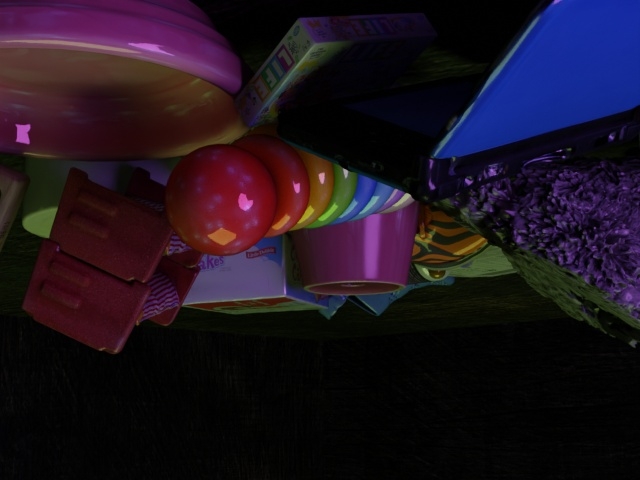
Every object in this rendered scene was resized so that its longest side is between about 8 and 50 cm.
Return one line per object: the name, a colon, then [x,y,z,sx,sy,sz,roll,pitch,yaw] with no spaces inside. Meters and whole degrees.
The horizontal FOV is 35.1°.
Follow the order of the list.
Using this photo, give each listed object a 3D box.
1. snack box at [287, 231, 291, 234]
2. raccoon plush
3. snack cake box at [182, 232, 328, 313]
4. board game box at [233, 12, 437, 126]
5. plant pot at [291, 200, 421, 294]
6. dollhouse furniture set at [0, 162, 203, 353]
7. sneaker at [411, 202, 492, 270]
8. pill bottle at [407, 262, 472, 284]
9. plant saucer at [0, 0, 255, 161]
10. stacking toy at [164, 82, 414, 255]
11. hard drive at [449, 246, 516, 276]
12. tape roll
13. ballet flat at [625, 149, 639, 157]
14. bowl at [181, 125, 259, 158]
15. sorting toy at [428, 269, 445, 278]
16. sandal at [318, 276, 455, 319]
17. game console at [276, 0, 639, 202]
snack box: [0.000,0.000,1.795,0.141,0.037,0.100,-4,167,24]
raccoon plush: [0.330,-0.091,1.155,0.446,0.299,0.216,37,173,-18]
snack cake box: [-0.089,0.051,1.418,0.152,0.089,0.264,-3,172,12]
board game box: [0.014,-0.143,0.837,0.154,0.026,0.103,-15,158,-45]
plant pot: [0.042,-0.028,1.267,0.201,0.180,0.201,-1,169,0]
dollhouse furniture set: [-0.313,-0.036,1.054,0.374,0.152,0.201,24,-173,4]
sneaker: [0.091,-0.023,1.444,0.321,0.124,0.180,-8,168,34]
pill bottle: [0.163,0.020,1.719,0.108,0.108,0.194,10,166,-44]
plant saucer: [-0.217,-0.148,0.875,0.332,0.084,0.332,0,170,0]
stacking toy: [-0.023,-0.060,0.906,0.141,0.141,0.330,-7,-170,33]
hard drive: [0.312,0.013,1.817,0.237,0.064,0.339,7,166,-36]
tape roll: [-0.235,-0.061,1.292,0.286,0.100,0.286,-1,170,0]
ballet flat: [0.488,-0.073,1.369,0.084,0.058,0.250,-10,166,43]
bowl: [-0.074,-0.085,1.123,0.170,0.080,0.170,-9,160,-3]
sorting toy: [0.297,-0.009,1.528,0.366,0.126,0.127,-3,169,17]
sandal: [0.110,0.086,2.003,0.318,0.138,0.126,-2,167,-2]
game console: [0.150,-0.148,0.793,0.293,0.173,0.250,-17,-148,-41]
